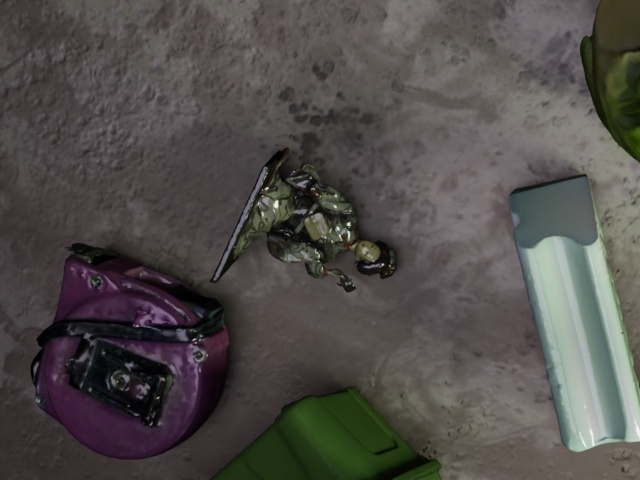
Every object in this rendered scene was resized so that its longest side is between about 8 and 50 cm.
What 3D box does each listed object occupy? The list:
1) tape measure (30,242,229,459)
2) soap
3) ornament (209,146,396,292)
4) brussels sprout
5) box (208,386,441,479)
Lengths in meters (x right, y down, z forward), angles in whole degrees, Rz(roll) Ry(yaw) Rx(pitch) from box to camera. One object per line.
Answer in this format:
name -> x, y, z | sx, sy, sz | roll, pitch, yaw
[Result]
tape measure -> -0.240, 0.147, 1.651 | 0.245, 0.149, 0.231 | 18, 99, 10
soap -> 0.291, 0.077, 1.513 | 0.095, 0.173, 0.289 | -13, 93, 12
ornament -> 0.000, 0.000, 1.594 | 0.196, 0.153, 0.166 | 24, 102, -1
brussels sprout -> 0.396, -0.183, 1.437 | 0.244, 0.244, 0.244 | 2, 97, 12
box -> -0.039, 0.323, 1.590 | 0.328, 0.253, 0.178 | -40, 74, 13
